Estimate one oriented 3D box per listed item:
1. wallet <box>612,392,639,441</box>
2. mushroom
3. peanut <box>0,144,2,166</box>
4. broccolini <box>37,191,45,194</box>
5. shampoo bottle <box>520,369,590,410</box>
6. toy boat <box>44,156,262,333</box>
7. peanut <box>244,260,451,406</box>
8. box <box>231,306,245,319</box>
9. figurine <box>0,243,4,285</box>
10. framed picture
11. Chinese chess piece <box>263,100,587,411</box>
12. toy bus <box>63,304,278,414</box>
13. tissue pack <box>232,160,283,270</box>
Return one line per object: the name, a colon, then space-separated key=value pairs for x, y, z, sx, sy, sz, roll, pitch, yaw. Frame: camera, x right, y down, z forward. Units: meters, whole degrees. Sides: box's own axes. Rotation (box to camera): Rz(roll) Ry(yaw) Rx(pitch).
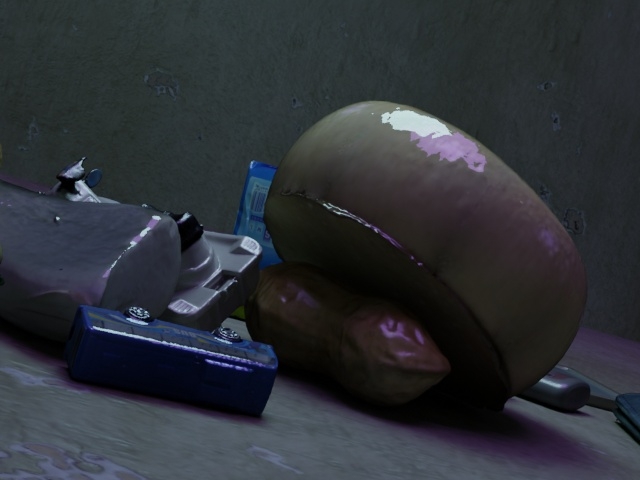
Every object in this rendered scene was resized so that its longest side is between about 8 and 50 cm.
wallet: x=0.484 y=0.231 z=1.244 sx=0.290 sy=0.054 sz=0.251 roll=14 pitch=1 yaw=2
mushroom: x=-0.267 y=0.000 z=0.959 sx=0.329 sy=0.122 sz=0.159 roll=15 pitch=-3 yaw=26
peanut: x=-0.572 y=-0.123 z=1.590 sx=0.140 sy=0.153 sz=0.325 roll=21 pitch=11 yaw=25
broccolini: x=-0.298 y=-0.014 z=1.684 sx=0.079 sy=0.074 sz=0.392 roll=24 pitch=7 yaw=27
shampoo bottle: x=0.241 y=0.164 z=1.386 sx=0.165 sy=0.040 sz=0.080 roll=18 pitch=8 yaw=38
toy boat: x=-0.194 y=0.004 z=1.076 sx=0.269 sy=0.141 sz=0.141 roll=23 pitch=5 yaw=22
peanut: x=0.015 y=0.086 z=1.057 sx=0.117 sy=0.101 sz=0.263 roll=-16 pitch=26 yaw=-39
box: x=-0.140 y=0.056 z=1.433 sx=0.335 sy=0.047 sz=0.187 roll=15 pitch=3 yaw=-2
figurine: x=-0.293 y=0.013 z=0.775 sx=0.197 sy=0.093 sz=0.147 roll=16 pitch=-9 yaw=41
framed picture: x=0.305 y=0.187 z=1.592 sx=0.213 sy=0.016 sz=0.289 roll=15 pitch=2 yaw=-7
Chinese chess piece: x=0.098 y=0.017 z=1.131 sx=0.338 sy=0.140 sz=0.338 roll=38 pitch=-18 yaw=15
toy bus: x=-0.104 y=0.087 z=0.818 sx=0.153 sy=0.051 sz=0.061 roll=15 pitch=14 yaw=-19
tissue pack: x=0.000 y=0.000 z=1.830 sx=0.263 sy=0.198 sz=0.146 roll=16 pitch=3 yaw=23
